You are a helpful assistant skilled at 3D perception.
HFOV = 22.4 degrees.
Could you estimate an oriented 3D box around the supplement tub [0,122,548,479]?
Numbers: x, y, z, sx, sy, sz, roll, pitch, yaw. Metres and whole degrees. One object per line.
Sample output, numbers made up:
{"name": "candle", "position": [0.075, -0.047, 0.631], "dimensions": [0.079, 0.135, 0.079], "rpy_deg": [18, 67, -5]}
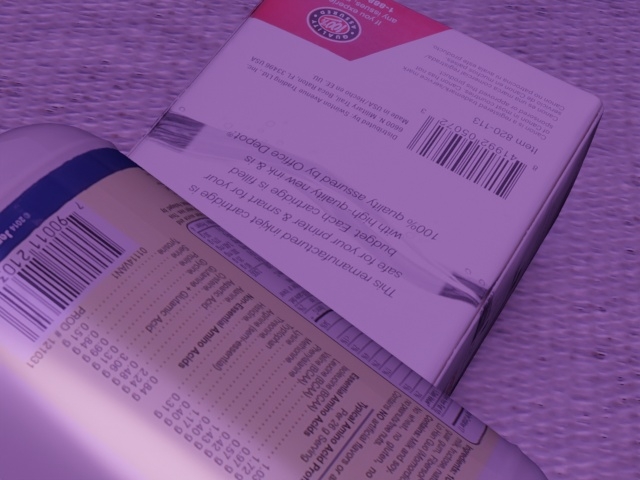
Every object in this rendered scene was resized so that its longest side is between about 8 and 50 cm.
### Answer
{"name": "supplement tub", "position": [-0.051, 0.131, 0.657], "dimensions": [0.325, 0.235, 0.235], "rpy_deg": [37, 48, 5]}

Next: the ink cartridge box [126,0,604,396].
{"name": "ink cartridge box", "position": [0.000, 0.000, 0.895], "dimensions": [0.207, 0.117, 0.283], "rpy_deg": [28, 55, 12]}
